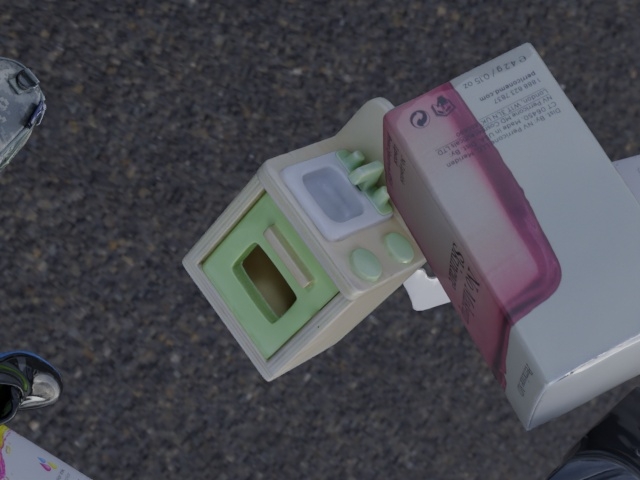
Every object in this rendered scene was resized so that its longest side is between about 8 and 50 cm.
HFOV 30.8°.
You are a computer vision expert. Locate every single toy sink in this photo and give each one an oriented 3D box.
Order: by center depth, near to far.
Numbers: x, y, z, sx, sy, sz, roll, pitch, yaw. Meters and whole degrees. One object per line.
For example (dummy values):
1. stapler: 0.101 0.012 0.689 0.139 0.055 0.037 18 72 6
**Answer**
1. toy sink: 0.000 0.000 1.098 0.131 0.153 0.234 -24 164 -50

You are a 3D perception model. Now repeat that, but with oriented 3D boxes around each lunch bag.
1. lunch bag: -0.622 -0.177 1.928 0.256 0.305 0.213 -41 103 -39

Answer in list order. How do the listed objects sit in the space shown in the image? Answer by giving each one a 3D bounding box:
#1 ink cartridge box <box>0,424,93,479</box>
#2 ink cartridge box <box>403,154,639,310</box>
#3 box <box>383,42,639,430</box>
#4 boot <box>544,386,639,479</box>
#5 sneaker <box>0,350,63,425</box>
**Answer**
1. ink cartridge box: -0.414 0.323 1.372 0.278 0.201 0.117 35 120 -10
2. ink cartridge box: 0.255 0.033 1.159 0.353 0.119 0.207 -14 148 9
3. box: 0.154 0.000 0.860 0.126 0.232 0.149 -26 158 -6
4. boot: 0.326 0.320 1.004 0.146 0.367 0.445 -28 169 14
5. sneaker: -0.300 0.142 1.070 0.067 0.078 0.188 -51 158 6
